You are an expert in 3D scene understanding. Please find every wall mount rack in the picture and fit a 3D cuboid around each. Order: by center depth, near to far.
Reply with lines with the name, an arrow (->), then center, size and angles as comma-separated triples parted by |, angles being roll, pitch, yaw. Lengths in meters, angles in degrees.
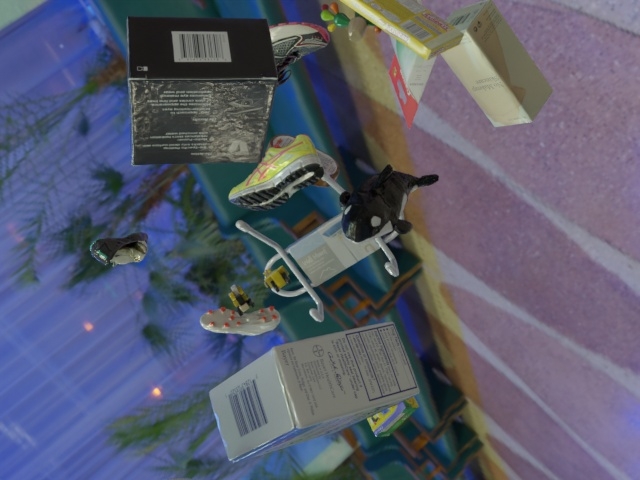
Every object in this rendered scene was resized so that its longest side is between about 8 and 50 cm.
wall mount rack -> 0.000, 0.000, 1.684 | 0.304, 0.350, 0.130 | 53, -165, -20

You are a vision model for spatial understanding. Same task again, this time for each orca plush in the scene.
orca plush -> 0.141, -0.096, 1.524 | 0.151, 0.287, 0.102 | 41, 133, 28

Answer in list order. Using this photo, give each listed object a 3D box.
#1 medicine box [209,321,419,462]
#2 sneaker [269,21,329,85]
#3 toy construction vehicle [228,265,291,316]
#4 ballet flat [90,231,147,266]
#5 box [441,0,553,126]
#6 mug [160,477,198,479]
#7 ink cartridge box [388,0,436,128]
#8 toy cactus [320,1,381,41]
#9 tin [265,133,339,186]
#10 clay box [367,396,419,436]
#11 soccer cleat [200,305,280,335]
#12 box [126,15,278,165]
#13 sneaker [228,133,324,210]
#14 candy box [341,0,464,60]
medicine box -> -0.014, 0.284, 1.481 | 0.263, 0.289, 0.149 | -40, 64, 48
sneaker -> -0.110, -0.334, 1.554 | 0.121, 0.299, 0.112 | -6, -106, -66
toy construction vehicle -> -0.084, 0.060, 1.068 | 0.035, 0.086, 0.098 | 54, 179, -8
ballet flat -> -0.445, 0.025, 1.814 | 0.074, 0.074, 0.203 | 48, -162, 11
box -> 0.442, -0.447, 2.024 | 0.311, 0.121, 0.148 | 46, 158, -23
mug -> -0.278, 0.620, 1.361 | 0.276, 0.374, 0.328 | 38, -160, -35
ink cartridge box -> 0.168, -0.368, 1.620 | 0.225, 0.056, 0.181 | 109, 153, -52
toy cactus -> 0.099, -0.571, 2.070 | 0.218, 0.181, 0.112 | 10, 134, 5
tin -> -0.042, -0.197, 1.930 | 0.189, 0.106, 0.040 | 27, 125, 2
clay box -> 0.137, 0.343, 1.906 | 0.053, 0.127, 0.222 | 6, -137, -41
soccer cleat -> -0.193, 0.201, 1.901 | 0.076, 0.196, 0.068 | 107, 155, -47
box -> -0.139, -0.166, 0.896 | 0.158, 0.155, 0.093 | 110, 154, -58
sneaker -> -0.083, -0.123, 1.434 | 0.081, 0.208, 0.094 | 24, -131, -51
candy box -> 0.130, -0.378, 1.324 | 0.206, 0.105, 0.027 | 40, 135, 19
